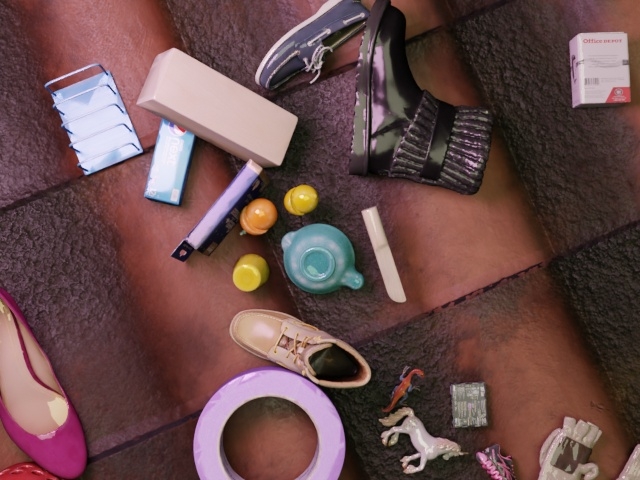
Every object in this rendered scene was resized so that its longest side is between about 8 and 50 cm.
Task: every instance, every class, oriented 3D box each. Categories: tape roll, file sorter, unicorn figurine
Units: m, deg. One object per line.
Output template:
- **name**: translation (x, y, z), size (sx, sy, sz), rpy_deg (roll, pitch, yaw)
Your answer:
- **tape roll**: translation (-0.093, 0.373, 1.720), size (0.275, 0.090, 0.274), rpy_deg (0, 88, -3)
- **file sorter**: translation (-0.423, -0.225, 1.727), size (0.118, 0.104, 0.170), rpy_deg (-23, 89, -3)
- **unicorn figurine**: translation (0.190, 0.382, 1.743), size (0.111, 0.060, 0.162), rpy_deg (-37, 98, 7)

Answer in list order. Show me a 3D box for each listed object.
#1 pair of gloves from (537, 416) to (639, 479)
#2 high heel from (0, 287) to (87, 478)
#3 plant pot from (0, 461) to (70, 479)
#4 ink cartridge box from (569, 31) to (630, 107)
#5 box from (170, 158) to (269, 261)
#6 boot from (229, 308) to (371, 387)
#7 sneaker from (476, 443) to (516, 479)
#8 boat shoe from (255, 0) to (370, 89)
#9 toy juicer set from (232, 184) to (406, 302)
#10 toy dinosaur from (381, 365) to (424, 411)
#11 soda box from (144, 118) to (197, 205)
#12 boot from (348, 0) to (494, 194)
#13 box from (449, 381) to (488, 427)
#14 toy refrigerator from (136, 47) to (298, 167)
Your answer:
- **pair of gloves**: translation (0.520, 0.459, 1.765), size (0.240, 0.042, 0.204), rpy_deg (23, 83, -3)
- **high heel**: translation (-0.523, 0.257, 1.652), size (0.127, 0.181, 0.377), rpy_deg (-34, 89, -28)
- **plant pot**: translation (-0.537, 0.501, 1.656), size (0.191, 0.174, 0.191), rpy_deg (0, 85, -3)
- **ink cartridge box**: translation (0.537, -0.327, 1.793), size (0.099, 0.056, 0.135), rpy_deg (-2, 88, -3)
- **box**: translation (-0.181, -0.043, 1.711), size (0.036, 0.136, 0.225), rpy_deg (40, 87, 6)
- **boot**: translation (-0.039, 0.195, 1.672), size (0.262, 0.203, 0.095), rpy_deg (24, 86, -2)
- **sneaker**: translation (0.350, 0.436, 1.761), size (0.057, 0.047, 0.119), rpy_deg (-38, 91, -15)
- **boat shoe**: translation (-0.012, -0.365, 1.758), size (0.254, 0.095, 0.079), rpy_deg (-41, 78, -12)
- **toy juicer set**: translation (0.000, 0.000, 1.732), size (0.329, 0.089, 0.209), rpy_deg (3, 100, 4)
- **toy dinosaur**: translation (0.162, 0.278, 1.744), size (0.047, 0.090, 0.082), rpy_deg (30, 131, 9)
- **soda box**: translation (-0.272, -0.173, 1.746), size (0.067, 0.071, 0.210), rpy_deg (13, 87, -3)
- **boot**: translation (0.196, -0.266, 1.737), size (0.260, 0.131, 0.347), rpy_deg (6, 98, 5)
- **box**: translation (0.283, 0.312, 1.772), size (0.067, 0.018, 0.083), rpy_deg (-4, 87, -3)
- **toy refrigerator**: translation (-0.186, -0.234, 1.687), size (0.270, 0.094, 0.102), rpy_deg (26, 77, -29)
